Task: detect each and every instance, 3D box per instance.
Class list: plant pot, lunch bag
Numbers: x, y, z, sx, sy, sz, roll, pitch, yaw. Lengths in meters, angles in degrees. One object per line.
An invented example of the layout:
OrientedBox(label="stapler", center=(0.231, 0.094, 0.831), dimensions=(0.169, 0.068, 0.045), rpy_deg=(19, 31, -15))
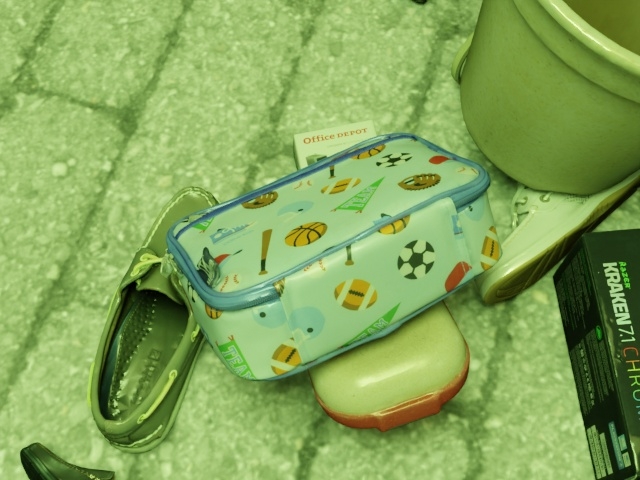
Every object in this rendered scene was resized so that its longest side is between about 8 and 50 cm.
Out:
OrientedBox(label="plant pot", center=(0.279, -0.204, 0.808), dimensions=(0.334, 0.305, 0.334), rpy_deg=(3, 69, -7))
OrientedBox(label="lunch bag", center=(0.000, 0.000, 0.820), dimensions=(0.303, 0.115, 0.243), rpy_deg=(-23, 27, -12))

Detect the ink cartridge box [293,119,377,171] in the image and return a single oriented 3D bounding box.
OrientedBox(label="ink cartridge box", center=(0.028, -0.063, 0.987), dimensions=(0.099, 0.056, 0.135), rpy_deg=(-12, 68, -4))

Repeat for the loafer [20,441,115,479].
OrientedBox(label="loafer", center=(-0.230, 0.257, 0.860), dimensions=(0.170, 0.062, 0.061), rpy_deg=(38, 50, 11))

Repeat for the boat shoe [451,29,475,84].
OrientedBox(label="boat shoe", center=(0.305, -0.250, 1.033), dimensions=(0.302, 0.113, 0.103), rpy_deg=(-28, 64, -12))

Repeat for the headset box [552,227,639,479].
OrientedBox(label="headset box", center=(0.412, 0.115, 0.868), dimensions=(0.283, 0.131, 0.246), rpy_deg=(-4, 68, -2))

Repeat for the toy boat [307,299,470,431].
OrientedBox(label="toy boat", center=(0.060, 0.115, 0.869), dimensions=(0.151, 0.151, 0.231), rpy_deg=(-18, 36, -3))

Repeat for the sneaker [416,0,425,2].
OrientedBox(label="sneaker", center=(0.123, -0.432, 1.125), dimensions=(0.130, 0.087, 0.227), rpy_deg=(25, 75, 4))

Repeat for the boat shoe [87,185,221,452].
OrientedBox(label="boat shoe", center=(-0.167, 0.070, 0.913), dimensions=(0.109, 0.091, 0.305), rpy_deg=(12, 68, 6))

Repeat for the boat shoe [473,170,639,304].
OrientedBox(label="boat shoe", center=(0.256, -0.035, 0.956), dimensions=(0.277, 0.098, 0.096), rpy_deg=(-36, 71, -23))
